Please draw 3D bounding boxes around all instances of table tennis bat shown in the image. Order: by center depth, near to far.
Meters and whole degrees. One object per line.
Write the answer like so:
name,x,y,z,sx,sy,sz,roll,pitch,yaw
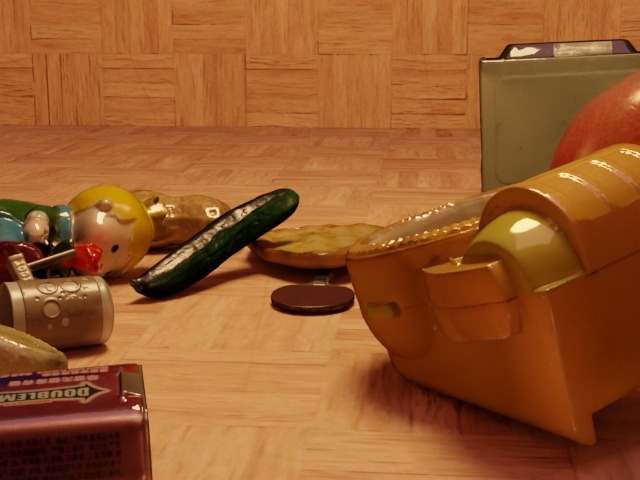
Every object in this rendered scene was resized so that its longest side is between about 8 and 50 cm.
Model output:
table tennis bat,-0.005,0.059,1.278,0.095,0.014,0.158,0,13,8

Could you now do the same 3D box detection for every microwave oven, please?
microwave oven,0.436,-0.180,1.779,0.355,0.286,0.218,-2,10,10

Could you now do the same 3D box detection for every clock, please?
clock,0.167,0.037,0.954,0.244,0.200,0.317,-18,7,-31

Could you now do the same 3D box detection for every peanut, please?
peanut,-0.201,-0.026,1.519,0.193,0.089,0.089,1,12,9

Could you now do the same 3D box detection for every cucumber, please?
cucumber,-0.123,0.002,1.346,0.056,0.056,0.284,10,32,39

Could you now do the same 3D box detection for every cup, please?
cup,-0.264,0.065,1.090,0.099,0.074,0.102,-4,33,-27

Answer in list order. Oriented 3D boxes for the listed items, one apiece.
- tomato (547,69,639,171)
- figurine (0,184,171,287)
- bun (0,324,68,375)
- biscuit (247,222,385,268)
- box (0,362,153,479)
tomato,0.451,-0.092,1.366,0.342,0.272,0.341,0,13,0
figurine,-0.285,0.002,1.316,0.234,0.127,0.185,5,14,-25
bun,-0.261,0.109,0.948,0.086,0.054,0.086,22,-4,2
biscuit,-0.001,0.005,1.447,0.203,0.041,0.260,1,9,-3
box,-0.234,0.138,0.780,0.224,0.069,0.120,-3,13,-12
